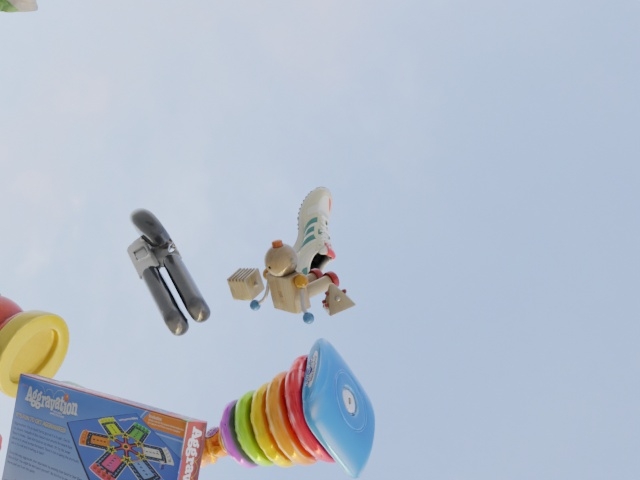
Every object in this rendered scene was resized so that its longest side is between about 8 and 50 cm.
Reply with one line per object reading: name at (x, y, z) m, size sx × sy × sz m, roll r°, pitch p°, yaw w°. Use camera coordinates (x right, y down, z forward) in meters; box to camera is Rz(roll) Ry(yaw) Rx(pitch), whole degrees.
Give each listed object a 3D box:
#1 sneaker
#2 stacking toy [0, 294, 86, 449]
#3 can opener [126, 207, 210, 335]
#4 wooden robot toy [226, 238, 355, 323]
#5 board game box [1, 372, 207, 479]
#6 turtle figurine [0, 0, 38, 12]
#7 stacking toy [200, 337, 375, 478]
sneaker at (0.000, 0.000, 1.528) m, size 0.075 × 0.057 × 0.161 m, roll 8°, pitch -106°, yaw 43°
stacking toy at (-0.460, 0.240, 1.400) m, size 0.130 × 0.279 × 0.309 m, roll 26°, pitch -117°, yaw 27°
can opener at (-0.250, 0.038, 1.610) m, size 0.076 × 0.095 × 0.283 m, roll -31°, pitch -147°, yaw -7°
wooden robot toy at (-0.034, 0.030, 1.102) m, size 0.173 × 0.076 × 0.079 m, roll 9°, pitch -56°, yaw 49°
board game box at (-0.215, 0.217, 0.982) m, size 0.281 × 0.027 × 0.145 m, roll 5°, pitch -95°, yaw 45°
turtle figurine at (-0.485, -0.472, 1.490) m, size 0.198 × 0.275 × 0.266 m, roll 15°, pitch -64°, yaw 8°
stacking toy at (-0.085, 0.280, 1.552) m, size 0.302 × 0.166 × 0.175 m, roll -22°, pitch -148°, yaw 23°
